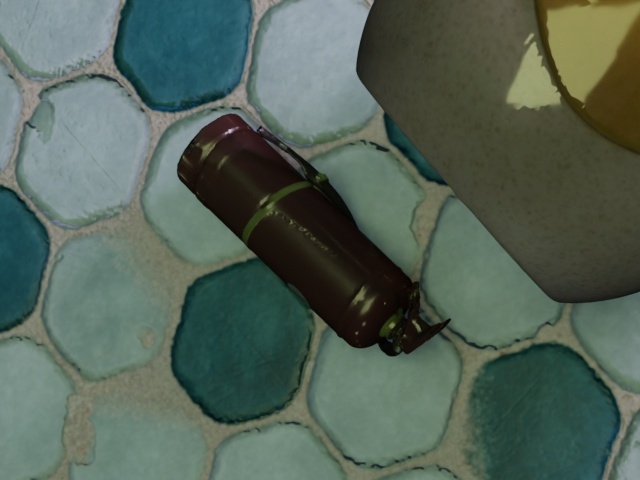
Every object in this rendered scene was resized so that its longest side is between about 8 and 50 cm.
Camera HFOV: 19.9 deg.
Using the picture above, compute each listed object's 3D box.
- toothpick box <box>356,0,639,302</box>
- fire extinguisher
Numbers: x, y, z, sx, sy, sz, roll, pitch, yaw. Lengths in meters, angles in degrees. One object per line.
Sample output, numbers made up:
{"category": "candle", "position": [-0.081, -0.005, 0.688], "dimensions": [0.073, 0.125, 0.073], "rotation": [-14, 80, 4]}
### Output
{"category": "toothpick box", "position": [0.285, -0.181, 1.647], "dimensions": [0.425, 0.409, 0.409], "rotation": [-42, 73, 6]}
{"category": "fire extinguisher", "position": [0.000, 0.000, 1.875], "dimensions": [0.105, 0.141, 0.341], "rotation": [-34, 65, -30]}
